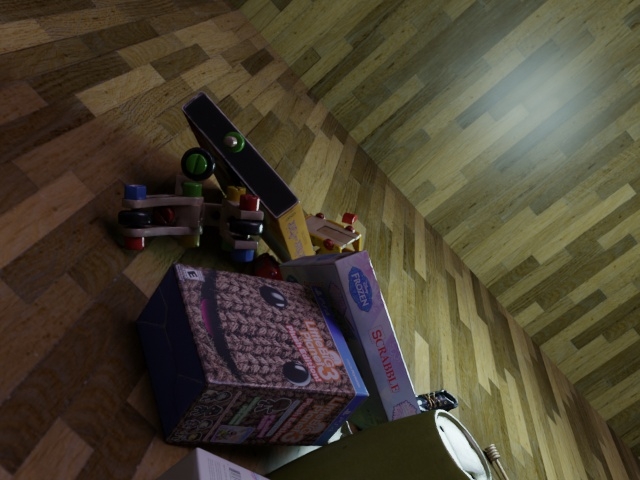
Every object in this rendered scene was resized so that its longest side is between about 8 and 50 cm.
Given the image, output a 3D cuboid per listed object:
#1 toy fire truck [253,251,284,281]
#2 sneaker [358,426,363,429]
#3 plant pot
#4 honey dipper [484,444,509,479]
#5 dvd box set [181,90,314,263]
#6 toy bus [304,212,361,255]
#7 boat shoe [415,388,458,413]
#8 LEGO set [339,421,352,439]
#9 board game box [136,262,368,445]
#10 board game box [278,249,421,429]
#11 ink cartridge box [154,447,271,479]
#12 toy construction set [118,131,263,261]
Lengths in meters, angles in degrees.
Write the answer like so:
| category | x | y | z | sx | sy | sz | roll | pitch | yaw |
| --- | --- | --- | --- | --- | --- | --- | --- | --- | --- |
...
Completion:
| category | x | y | z | sx | sy | sz | roll | pitch | yaw |
| --- | --- | --- | --- | --- | --- | --- | --- | --- | --- |
| toy fire truck | -0.071 | 0.124 | 1.787 | 0.192 | 0.047 | 0.135 | 44 | 18 | -21 |
| sneaker | 0.106 | 0.375 | 1.716 | 0.166 | 0.065 | 0.076 | 44 | 34 | -8 |
| plant pot | 0.103 | 0.393 | 1.255 | 0.275 | 0.293 | 0.275 | 44 | 18 | -18 |
| honey dipper | 0.486 | 0.618 | 2.182 | 0.030 | 0.030 | 0.161 | 24 | 33 | -54 |
| dvd box set | -0.137 | -0.097 | 1.724 | 0.308 | 0.062 | 0.420 | 49 | -9 | 16 |
| toy bus | 0.006 | 0.006 | 2.118 | 0.202 | 0.190 | 0.105 | -98 | -172 | -58 |
| boat shoe | 0.263 | 0.392 | 2.001 | 0.183 | 0.083 | 0.065 | 26 | 29 | -52 |
| LEGO set | 0.127 | 0.420 | 1.521 | 0.244 | 0.060 | 0.182 | 15 | 17 | -13 |
| board game box | -0.109 | 0.183 | 1.287 | 0.290 | 0.141 | 0.232 | 11 | 39 | -37 |
| board game box | 0.047 | 0.180 | 1.488 | 0.318 | 0.065 | 0.318 | -6 | -76 | 70 |
| ink cartridge box | -0.107 | 0.388 | 1.083 | 0.212 | 0.093 | 0.154 | 35 | 24 | -37 |
| toy construction set | -0.205 | -0.010 | 1.509 | 0.237 | 0.257 | 0.309 | -72 | 142 | -84 |
